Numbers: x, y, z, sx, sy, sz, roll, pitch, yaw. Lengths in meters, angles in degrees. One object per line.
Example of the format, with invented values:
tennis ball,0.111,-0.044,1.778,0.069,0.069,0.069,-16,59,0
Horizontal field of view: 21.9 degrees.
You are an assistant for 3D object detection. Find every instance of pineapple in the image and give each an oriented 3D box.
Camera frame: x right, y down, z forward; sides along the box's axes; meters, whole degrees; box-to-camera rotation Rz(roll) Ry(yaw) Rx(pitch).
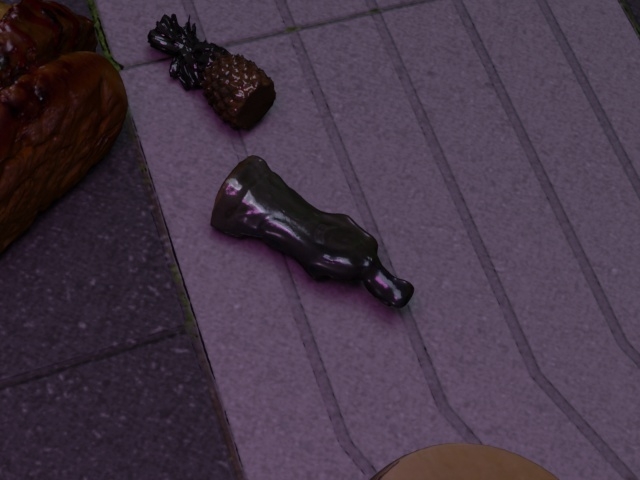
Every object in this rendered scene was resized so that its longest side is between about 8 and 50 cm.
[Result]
pineapple,-0.119,-0.186,1.762,0.074,0.074,0.159,-32,59,-34

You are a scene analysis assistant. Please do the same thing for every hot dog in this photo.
hot dog,-0.343,-0.104,1.530,0.185,0.223,0.405,30,50,13

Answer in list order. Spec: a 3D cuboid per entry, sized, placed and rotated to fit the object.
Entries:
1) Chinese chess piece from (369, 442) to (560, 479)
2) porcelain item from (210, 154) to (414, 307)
Chinese chess piece,0.131,0.296,1.426,0.251,0.097,0.250,9,50,-10
porcelain item,0.000,0.000,1.642,0.216,0.069,0.081,31,39,10
